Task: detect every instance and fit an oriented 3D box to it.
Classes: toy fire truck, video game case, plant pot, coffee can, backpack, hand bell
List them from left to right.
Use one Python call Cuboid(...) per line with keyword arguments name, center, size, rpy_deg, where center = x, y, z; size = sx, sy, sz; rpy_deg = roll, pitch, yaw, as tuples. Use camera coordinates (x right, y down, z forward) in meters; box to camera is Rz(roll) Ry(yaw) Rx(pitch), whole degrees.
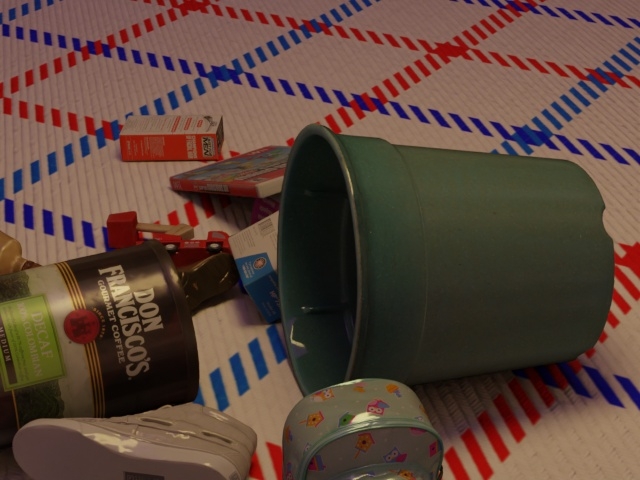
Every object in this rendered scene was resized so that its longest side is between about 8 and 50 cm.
Cuboid(name="hand bell", center=(-0.399, 0.044, 1.853), size=(0.242, 0.126, 0.126), rpy_deg=(20, 32, 12))
Cuboid(name="coffee can", center=(-0.302, 0.125, 1.549), size=(0.275, 0.201, 0.201), rpy_deg=(-13, 29, -20))
Cuboid(name="toy fire truck", center=(-0.220, 0.004, 1.944), size=(0.192, 0.047, 0.135), rpy_deg=(-2, 26, -1))
Cuboid(name="video game case", center=(-0.086, -0.111, 2.093), size=(0.204, 0.025, 0.285), rpy_deg=(-20, 15, -31))
Cuboid(name="backpack", center=(0.044, 0.237, 1.322), size=(0.166, 0.188, 0.144), rpy_deg=(-6, 28, -10))
Cuboid(name="plant pot", center=(0.149, 0.030, 1.604), size=(0.334, 0.341, 0.341), rpy_deg=(-1, 26, -17))

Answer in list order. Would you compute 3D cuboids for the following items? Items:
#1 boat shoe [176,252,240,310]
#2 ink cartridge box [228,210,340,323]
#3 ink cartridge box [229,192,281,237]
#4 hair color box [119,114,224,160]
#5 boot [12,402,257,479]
Cuboid(name="boat shoe", center=(-0.194, 0.069, 1.814), size=(0.178, 0.064, 0.060), rpy_deg=(-22, 2, -33))
Cuboid(name="ink cartridge box", center=(0.000, 0.000, 1.805), size=(0.231, 0.078, 0.134), rpy_deg=(-28, 32, 2))
Cuboid(name="ink cartridge box", center=(0.063, -0.017, 1.946), size=(0.330, 0.071, 0.324), rpy_deg=(-21, 33, -35))
Cuboid(name="hair color box", center=(-0.255, -0.178, 2.292), size=(0.167, 0.053, 0.093), rpy_deg=(-1, 26, 4))
Cuboid(name="boot", center=(-0.201, 0.231, 1.476), size=(0.258, 0.095, 0.123), rpy_deg=(12, 23, 8))
